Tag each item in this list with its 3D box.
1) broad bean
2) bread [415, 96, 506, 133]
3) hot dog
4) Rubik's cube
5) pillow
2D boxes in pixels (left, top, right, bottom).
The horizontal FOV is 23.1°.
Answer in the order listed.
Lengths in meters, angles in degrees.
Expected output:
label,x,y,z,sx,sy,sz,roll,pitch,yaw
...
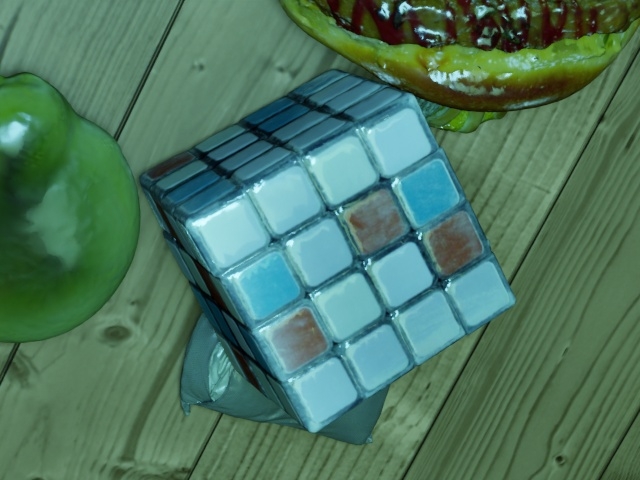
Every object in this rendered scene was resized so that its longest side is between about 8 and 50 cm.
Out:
label,x,y,z,sx,sy,sz,roll,pitch,yaw
broad bean,-0.300,-0.031,1.575,0.238,0.119,0.291,-6,113,-14
bread,0.173,-0.169,1.690,0.157,0.083,0.094,-34,130,-3
hot dog,0.156,-0.253,1.538,0.405,0.223,0.185,-2,137,-9
Rubik's cube,0.000,0.000,1.580,0.259,0.256,0.253,-32,109,-11
pillow,-0.029,0.148,1.761,0.255,0.059,0.169,13,104,-20
